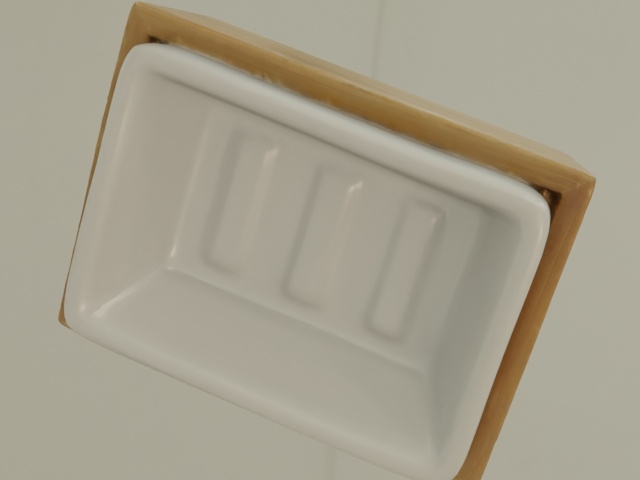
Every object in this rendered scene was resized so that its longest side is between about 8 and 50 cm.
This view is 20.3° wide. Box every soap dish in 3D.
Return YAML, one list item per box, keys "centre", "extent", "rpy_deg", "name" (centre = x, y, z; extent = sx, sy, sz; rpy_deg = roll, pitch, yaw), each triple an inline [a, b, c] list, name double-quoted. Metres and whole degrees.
- centre: [0.000, 0.000, 1.096]
  extent: [0.291, 0.229, 0.118]
  rpy_deg: [22, 27, 9]
  name: "soap dish"
